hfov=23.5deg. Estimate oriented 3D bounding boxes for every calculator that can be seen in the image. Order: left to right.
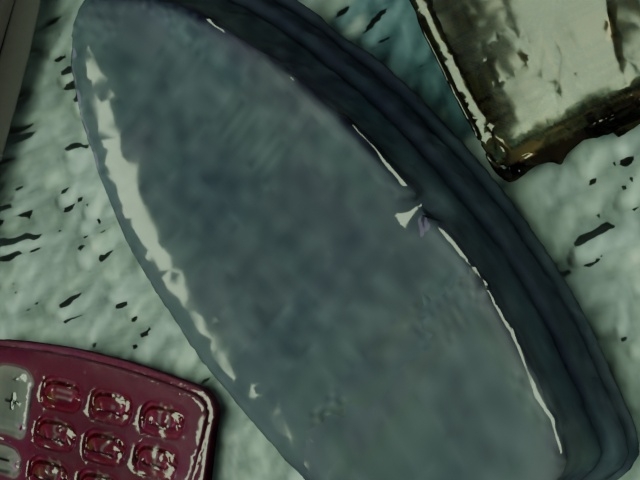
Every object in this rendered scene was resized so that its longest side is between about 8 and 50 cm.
[{"bbox_3d":[-0.111,0.144,0.683,0.127,0.034,0.190,12,92,23],"label":"calculator"}]

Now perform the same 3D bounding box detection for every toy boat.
[{"bbox_3d":[0.000,0.000,0.600,0.127,0.078,0.283,-45,76,29],"label":"toy boat"}]

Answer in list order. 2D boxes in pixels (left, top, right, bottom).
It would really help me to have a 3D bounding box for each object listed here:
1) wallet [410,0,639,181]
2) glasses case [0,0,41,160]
[{"bbox_3d":[0.167,-0.162,0.542,0.317,0.044,0.169,-28,86,24],"label":"wallet"},{"bbox_3d":[-0.203,-0.041,0.689,0.113,0.075,0.296,22,100,23],"label":"glasses case"}]
